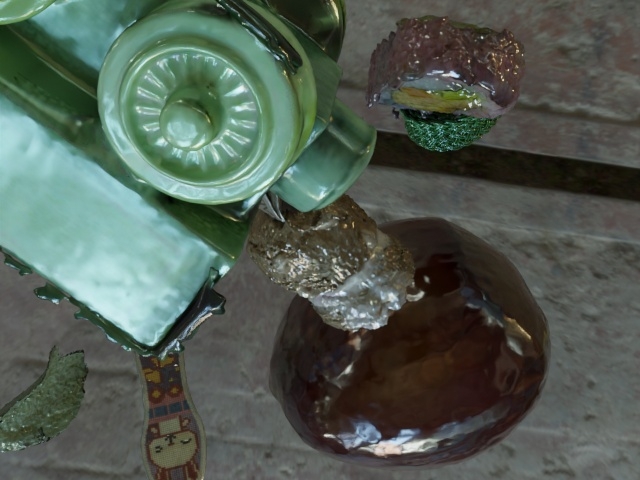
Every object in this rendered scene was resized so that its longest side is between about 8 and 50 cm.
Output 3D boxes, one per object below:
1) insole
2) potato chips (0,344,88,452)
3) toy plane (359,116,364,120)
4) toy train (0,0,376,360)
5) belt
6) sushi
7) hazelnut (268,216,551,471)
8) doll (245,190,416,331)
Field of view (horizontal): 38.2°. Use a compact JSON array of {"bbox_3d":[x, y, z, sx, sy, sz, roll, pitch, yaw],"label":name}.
[{"bbox_3d":[-0.152,0.173,0.932,0.065,0.004,0.197,-12,56,-4],"label":"insole"},{"bbox_3d":[-0.368,0.204,1.145,0.059,0.228,0.167,40,88,14],"label":"potato chips"},{"bbox_3d":[-0.028,-0.169,1.360,0.197,0.078,0.053,7,140,-4],"label":"toy plane"},{"bbox_3d":[-0.109,-0.088,0.435,0.272,0.159,0.188,37,119,-13],"label":"toy train"},{"bbox_3d":[0.175,-0.191,1.212,0.151,0.121,0.079,-32,139,-9],"label":"belt"},{"bbox_3d":[0.150,-0.201,1.108,0.161,0.241,0.107,13,86,-8],"label":"sushi"},{"bbox_3d":[0.120,0.151,1.335,0.421,0.421,0.352,-10,121,-2],"label":"hazelnut"},{"bbox_3d":[-0.007,0.002,0.835,0.105,0.115,0.221,-44,126,16],"label":"doll"}]
